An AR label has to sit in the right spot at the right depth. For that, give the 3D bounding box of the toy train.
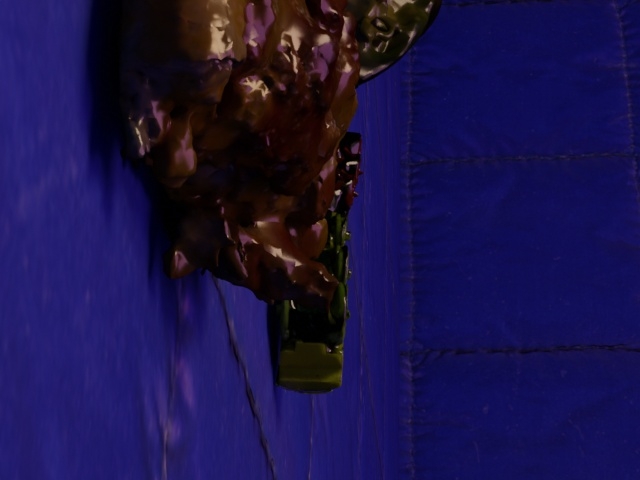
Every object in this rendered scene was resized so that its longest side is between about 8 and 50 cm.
[{"bbox_3d":[0.000,0.000,0.970,0.249,0.053,0.085,-84,179,-54],"label":"toy train"}]

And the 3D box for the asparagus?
[{"bbox_3d":[0.039,-0.190,1.086,0.108,0.128,0.382,51,13,-7],"label":"asparagus"}]

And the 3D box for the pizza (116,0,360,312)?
[{"bbox_3d":[-0.023,-0.073,0.586,0.289,0.081,0.228,-84,171,-63],"label":"pizza"}]
